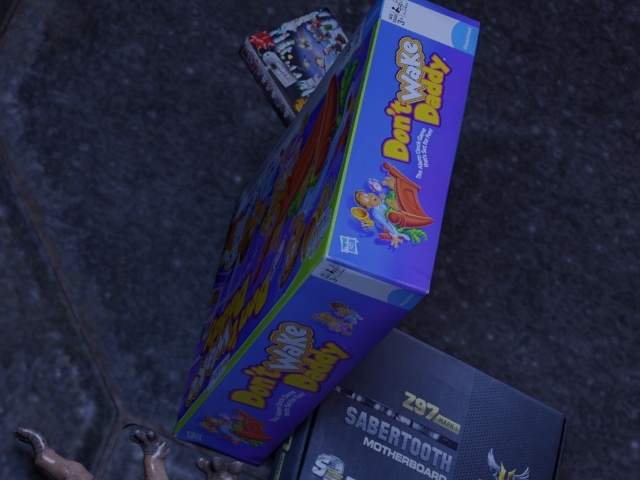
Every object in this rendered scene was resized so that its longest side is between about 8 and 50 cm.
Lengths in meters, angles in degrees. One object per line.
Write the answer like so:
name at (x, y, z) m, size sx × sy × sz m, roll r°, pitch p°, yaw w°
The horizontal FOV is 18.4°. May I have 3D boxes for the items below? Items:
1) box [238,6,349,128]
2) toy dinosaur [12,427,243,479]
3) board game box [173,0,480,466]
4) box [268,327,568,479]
box at (0.001, -0.135, 1.765) m, size 0.094 × 0.027 × 0.137 m, roll -26°, pitch 77°, yaw -30°
toy dinosaur at (-0.146, 0.253, 1.454) m, size 0.296 × 0.127 × 0.200 m, roll 23°, pitch 64°, yaw -25°
board game box at (0.000, 0.000, 1.504) m, size 0.078 × 0.347 × 0.233 m, roll 21°, pitch 58°, yaw -12°
box at (0.080, 0.181, 1.603) m, size 0.233 × 0.059 × 0.183 m, roll 28°, pitch 56°, yaw -18°
